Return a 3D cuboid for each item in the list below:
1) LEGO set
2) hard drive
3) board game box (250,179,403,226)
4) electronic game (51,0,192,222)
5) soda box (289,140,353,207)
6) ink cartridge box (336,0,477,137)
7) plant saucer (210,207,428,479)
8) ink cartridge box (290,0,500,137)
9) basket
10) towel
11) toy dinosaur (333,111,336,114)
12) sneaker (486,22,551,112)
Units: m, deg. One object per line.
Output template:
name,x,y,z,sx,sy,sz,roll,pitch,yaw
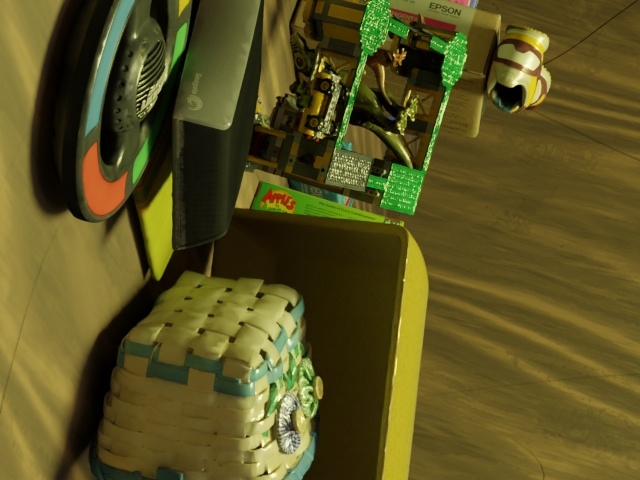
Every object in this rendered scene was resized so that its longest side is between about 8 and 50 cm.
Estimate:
LEGO set,-0.004,-0.155,1.693,0.331,0.192,0.255,-8,113,-63
hard drive,-0.086,-0.131,1.416,0.255,0.054,0.172,-81,178,-45
board game box,0.000,0.000,1.977,0.043,0.181,0.092,87,21,-69
electronic game,-0.141,-0.124,1.216,0.229,0.048,0.229,16,90,-83
soda box,0.004,-0.079,2.249,0.210,0.071,0.067,81,27,-73
ink cartridge box,0.135,-0.321,2.240,0.395,0.151,0.270,-69,175,-59
plant saucer,-0.003,0.142,1.699,0.333,0.081,0.333,7,-89,53
ink cartridge box,0.091,-0.222,1.968,0.193,0.234,0.088,87,21,-71
basket,-0.107,0.196,1.551,0.255,0.201,0.289,-59,161,-63
towel,-0.143,-0.055,1.466,0.237,0.021,0.102,90,21,-65
toy dinosaur,0.010,-0.173,2.228,0.090,0.047,0.082,47,41,-69
sneaker,0.222,-0.179,1.898,0.084,0.069,0.185,-64,163,-13
